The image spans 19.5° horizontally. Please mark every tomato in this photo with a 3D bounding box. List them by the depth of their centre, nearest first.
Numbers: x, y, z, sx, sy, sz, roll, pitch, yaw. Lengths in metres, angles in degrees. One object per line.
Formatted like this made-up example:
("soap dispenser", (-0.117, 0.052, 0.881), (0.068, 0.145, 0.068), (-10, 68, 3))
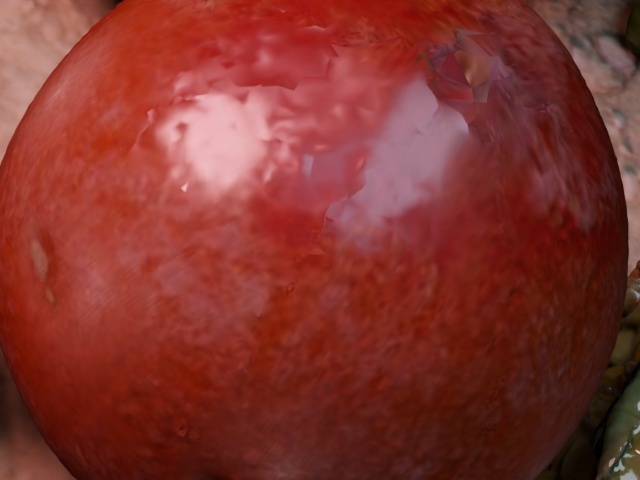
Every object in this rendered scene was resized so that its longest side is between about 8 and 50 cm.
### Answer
("tomato", (0.000, 0.000, 0.762), (0.265, 0.265, 0.264), (14, 55, -21))

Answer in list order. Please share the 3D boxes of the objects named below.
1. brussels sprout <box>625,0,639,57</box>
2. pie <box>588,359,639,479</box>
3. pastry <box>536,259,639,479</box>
("brussels sprout", (0.210, -0.143, 1.095), (0.046, 0.051, 0.083), (18, 49, 13))
("pie", (0.224, 0.153, 0.790), (0.306, 0.071, 0.306), (17, 61, -33))
("pastry", (0.147, 0.132, 0.852), (0.154, 0.102, 0.250), (45, 50, -13))
